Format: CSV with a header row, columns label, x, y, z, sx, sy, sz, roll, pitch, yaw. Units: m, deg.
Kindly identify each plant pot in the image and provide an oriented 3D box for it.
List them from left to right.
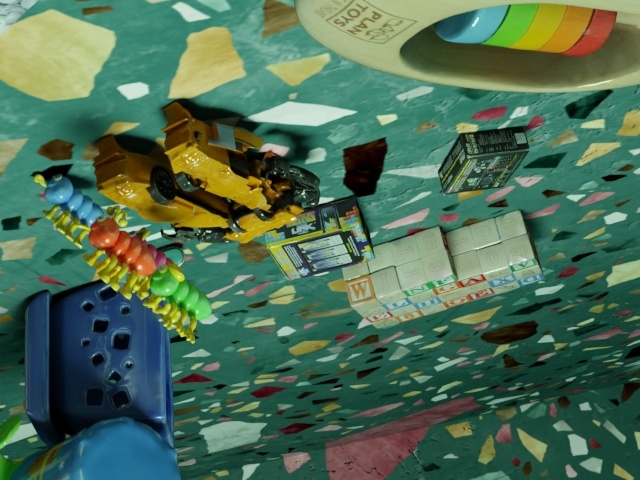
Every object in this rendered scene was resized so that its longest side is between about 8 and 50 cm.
label,x,y,z,sx,sy,sz,roll,pitch,yaw
plant pot,-0.336,0.198,1.955,0.212,0.236,0.236,-4,158,-5

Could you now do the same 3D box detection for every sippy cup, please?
label,x,y,z,sx,sy,sz,roll,pitch,yaw
sippy cup,-0.315,0.367,1.812,0.305,0.240,0.224,7,147,-36

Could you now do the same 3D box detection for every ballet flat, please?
label,x,y,z,sx,sy,sz,roll,pitch,yaw
ballet flat,-0.248,0.036,1.847,0.114,0.041,0.041,-14,160,4

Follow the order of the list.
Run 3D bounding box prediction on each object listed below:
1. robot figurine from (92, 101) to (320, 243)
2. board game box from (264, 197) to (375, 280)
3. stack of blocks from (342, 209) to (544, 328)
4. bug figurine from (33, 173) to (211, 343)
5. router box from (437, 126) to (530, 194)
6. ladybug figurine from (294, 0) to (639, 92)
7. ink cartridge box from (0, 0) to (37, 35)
label,x,y,z,sx,sy,sz,roll,pitch,yaw
robot figurine,-0.129,-0.072,1.564,0.211,0.085,0.291,-22,157,24
board game box,0.000,0.000,1.887,0.141,0.048,0.170,-13,160,5
stack of blocks,0.199,0.045,2.070,0.297,0.087,0.171,-17,159,12
bug figurine,-0.228,0.012,1.498,0.072,0.279,0.216,-50,121,-4
router box,0.222,-0.108,1.749,0.092,0.038,0.122,-8,159,-15
ladybug figurine,0.177,-0.245,1.143,0.449,0.162,0.305,3,166,-29
ink cartridge box,-0.309,-0.248,1.047,0.208,0.045,0.206,10,150,-44
